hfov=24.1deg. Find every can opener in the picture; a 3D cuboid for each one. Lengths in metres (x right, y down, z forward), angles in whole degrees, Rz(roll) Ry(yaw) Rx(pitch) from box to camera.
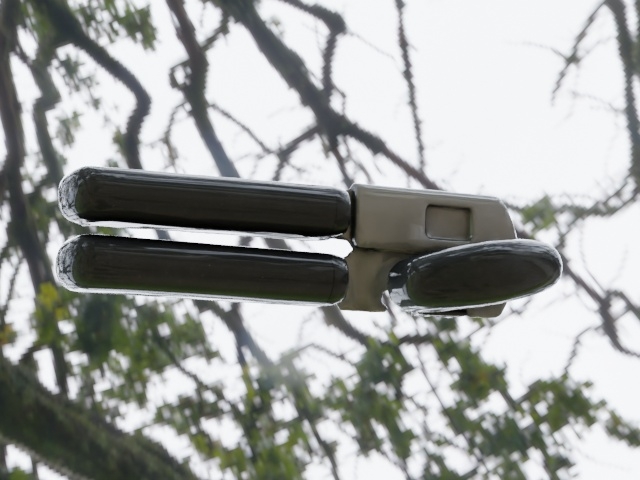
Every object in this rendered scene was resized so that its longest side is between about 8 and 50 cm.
[{"bbox_3d":[0.000,0.000,0.835,0.283,0.095,0.076,4,-97,-25],"label":"can opener"}]
